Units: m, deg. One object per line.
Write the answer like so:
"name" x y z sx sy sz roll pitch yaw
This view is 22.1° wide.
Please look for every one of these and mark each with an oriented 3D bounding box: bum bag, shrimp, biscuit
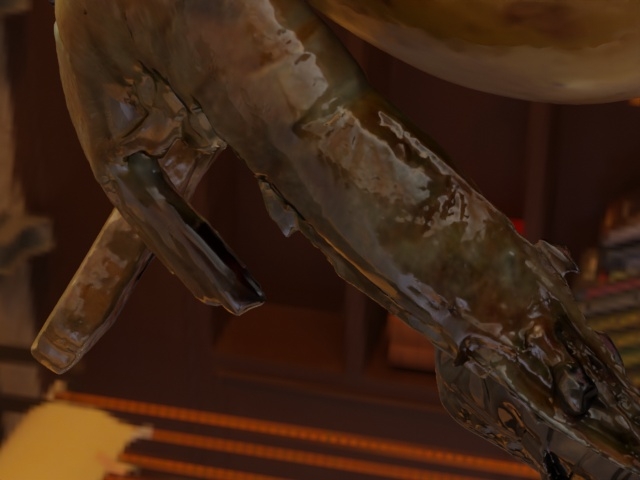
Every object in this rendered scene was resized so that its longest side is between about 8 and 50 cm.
"bum bag" 0.211 0.162 1.325 0.074 0.310 0.137 -33 -30 -41
"shrimp" 0.000 0.000 0.634 0.058 0.296 0.169 -40 -8 -35
"biscuit" -0.085 -0.059 1.032 0.319 0.047 0.183 -60 4 -18

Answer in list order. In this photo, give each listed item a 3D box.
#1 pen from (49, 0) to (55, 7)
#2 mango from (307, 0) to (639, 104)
"pen" -0.188 -0.337 1.822 0.269 0.033 0.033 -36 -26 -6
"mango" 0.050 -0.250 0.558 0.445 0.300 0.232 61 -138 -26
